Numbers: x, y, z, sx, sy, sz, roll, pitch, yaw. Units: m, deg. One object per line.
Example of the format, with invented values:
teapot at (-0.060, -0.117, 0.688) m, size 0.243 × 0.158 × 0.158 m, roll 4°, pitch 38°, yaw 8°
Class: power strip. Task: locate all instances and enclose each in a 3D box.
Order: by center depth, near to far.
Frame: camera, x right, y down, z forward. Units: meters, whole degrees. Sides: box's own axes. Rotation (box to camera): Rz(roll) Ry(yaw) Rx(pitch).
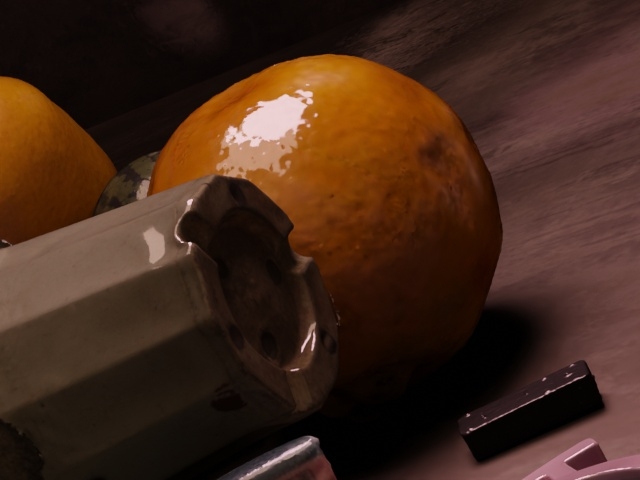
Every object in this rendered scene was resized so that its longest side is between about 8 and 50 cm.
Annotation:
power strip at (0.160, 0.130, 1.372) m, size 0.111 × 0.029 × 0.038 m, roll -27°, pitch 15°, yaw 9°

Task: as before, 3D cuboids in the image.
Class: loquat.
loquat at (0.000, 0.000, 1.559) m, size 0.328 × 0.328 × 0.328 m, roll -25°, pitch 15°, yaw 7°

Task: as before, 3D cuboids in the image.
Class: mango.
mango at (-0.365, -0.021, 2.115) m, size 0.300 × 0.232 × 0.445 m, roll -47°, pitch -22°, yaw -20°

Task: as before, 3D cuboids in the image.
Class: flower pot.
flower pot at (-0.142, 0.084, 1.333) m, size 0.259 × 0.290 × 0.290 m, roll -24°, pitch 14°, yaw 26°

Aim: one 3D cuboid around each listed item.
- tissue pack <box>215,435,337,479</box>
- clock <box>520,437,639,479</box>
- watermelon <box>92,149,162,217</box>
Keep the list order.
tissue pack at (-0.125, 0.248, 1.216) m, size 0.316 × 0.103 × 0.228 m, roll -29°, pitch -8°, yaw -8°
clock at (0.136, 0.227, 0.986) m, size 0.290 × 0.080 × 0.275 m, roll -34°, pitch 16°, yaw -24°
watermelon at (-0.161, -0.002, 2.039) m, size 0.212 × 0.212 × 0.212 m, roll -25°, pitch 15°, yaw 7°
